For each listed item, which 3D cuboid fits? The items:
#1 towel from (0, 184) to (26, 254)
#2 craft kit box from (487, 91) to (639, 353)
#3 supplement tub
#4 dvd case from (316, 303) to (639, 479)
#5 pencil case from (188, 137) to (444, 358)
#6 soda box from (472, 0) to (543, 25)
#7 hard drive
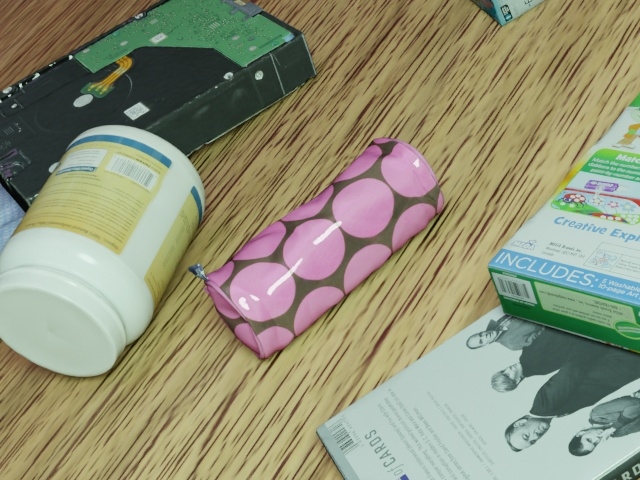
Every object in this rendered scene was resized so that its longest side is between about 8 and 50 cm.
[{"bbox_3d":[-0.304,-0.037,1.300,0.285,0.034,0.209,-26,37,7],"label":"towel"},{"bbox_3d":[0.283,-0.017,0.801,0.250,0.061,0.246,16,53,43],"label":"craft kit box"},{"bbox_3d":[-0.201,0.008,1.074,0.144,0.144,0.199,-7,42,30],"label":"supplement tub"},{"bbox_3d":[0.131,0.119,0.799,0.239,0.029,0.179,-34,36,-3],"label":"dvd case"},{"bbox_3d":[0.000,0.000,0.990,0.209,0.095,0.098,-37,20,-11],"label":"pencil case"},{"bbox_3d":[0.167,-0.292,1.240,0.063,0.058,0.183,-31,35,0],"label":"soda box"},{"bbox_3d":[-0.203,-0.155,1.293,0.339,0.064,0.237,-35,41,-16],"label":"hard drive"}]
